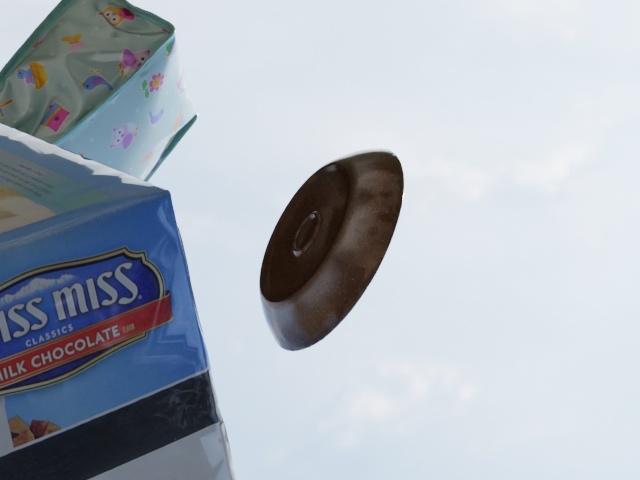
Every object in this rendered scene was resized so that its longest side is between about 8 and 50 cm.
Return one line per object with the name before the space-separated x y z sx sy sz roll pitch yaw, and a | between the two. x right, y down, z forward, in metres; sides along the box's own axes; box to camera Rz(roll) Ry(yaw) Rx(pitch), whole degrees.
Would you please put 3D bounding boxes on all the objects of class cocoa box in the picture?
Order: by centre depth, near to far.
cocoa box | -0.251 0.069 1.221 0.231 0.228 0.347 -20 -159 -27

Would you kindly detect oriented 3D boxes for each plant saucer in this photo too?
plant saucer | 0.000 0.000 1.561 0.036 0.198 0.198 29 -158 -23

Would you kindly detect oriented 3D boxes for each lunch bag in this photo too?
lunch bag | -0.275 -0.125 1.973 0.160 0.223 0.262 35 -106 18
